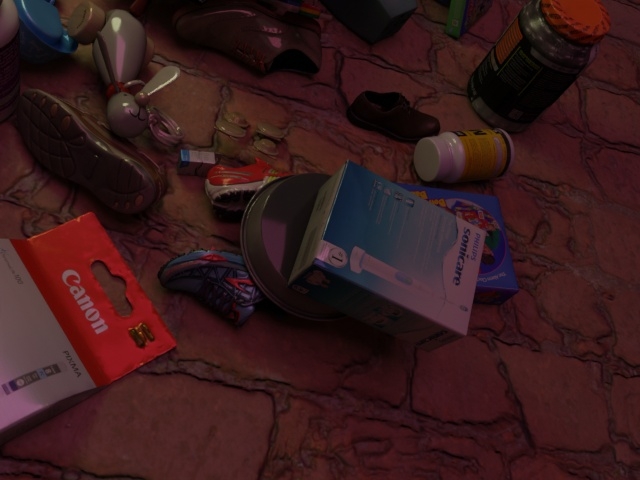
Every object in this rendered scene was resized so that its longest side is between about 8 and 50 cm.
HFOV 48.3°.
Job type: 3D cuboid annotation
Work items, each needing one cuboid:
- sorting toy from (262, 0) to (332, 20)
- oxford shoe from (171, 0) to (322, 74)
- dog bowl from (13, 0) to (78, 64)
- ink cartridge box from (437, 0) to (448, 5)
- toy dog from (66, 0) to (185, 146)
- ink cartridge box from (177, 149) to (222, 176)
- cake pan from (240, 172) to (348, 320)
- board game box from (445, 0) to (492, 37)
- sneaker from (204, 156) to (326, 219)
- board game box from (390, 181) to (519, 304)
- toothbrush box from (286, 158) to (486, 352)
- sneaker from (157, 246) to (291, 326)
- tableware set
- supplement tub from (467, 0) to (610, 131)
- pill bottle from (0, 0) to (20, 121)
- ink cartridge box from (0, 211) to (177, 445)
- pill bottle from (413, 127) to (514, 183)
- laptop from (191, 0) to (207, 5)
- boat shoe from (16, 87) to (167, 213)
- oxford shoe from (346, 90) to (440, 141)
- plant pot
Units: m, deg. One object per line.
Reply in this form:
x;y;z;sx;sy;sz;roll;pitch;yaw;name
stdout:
-0.064;-0.549;1.625;0.132;0.046;0.275;-3;26;-45;sorting toy
-0.151;-0.443;1.580;0.349;0.123;0.130;0;66;-22;oxford shoe
-0.580;-0.473;1.405;0.166;0.074;0.297;23;41;-61;dog bowl
0.309;-0.838;1.990;0.270;0.151;0.395;31;56;-3;ink cartridge box
-0.356;-0.351;1.363;0.333;0.161;0.220;56;26;18;toy dog
-0.238;-0.152;1.413;0.083;0.048;0.028;3;61;-21;ink cartridge box
0.000;0.000;1.308;0.293;0.054;0.293;10;65;-21;cake pan
0.416;-0.717;1.860;0.046;0.317;0.213;27;52;20;board game box
-0.094;-0.119;1.426;0.279;0.107;0.118;-3;51;-27;sneaker
0.227;0.004;1.497;0.347;0.078;0.233;6;59;-19;board game box
0.121;0.031;1.243;0.296;0.126;0.216;25;60;-14;toothbrush box
-0.157;0.088;1.273;0.262;0.104;0.125;5;62;-20;sneaker
-0.144;-0.224;1.476;0.141;0.020;0.168;23;26;-8;tableware set
0.520;-0.435;1.718;0.207;0.338;0.207;10;58;-17;supplement tub
-0.604;-0.345;1.220;0.169;0.301;0.169;10;58;-17;pill bottle
-0.462;0.122;1.135;0.385;0.091;0.308;-28;75;-32;ink cartridge box
0.326;-0.192;1.628;0.209;0.119;0.119;-9;65;-27;pill bottle
-0.207;-0.690;1.548;0.408;0.236;0.382;25;38;2;laptop
-0.420;-0.164;1.319;0.324;0.123;0.116;40;21;7;boat shoe
0.183;-0.289;1.642;0.227;0.096;0.082;9;56;-19;oxford shoe
0.117;-0.626;1.781;0.166;0.166;0.234;-32;85;-34;plant pot
